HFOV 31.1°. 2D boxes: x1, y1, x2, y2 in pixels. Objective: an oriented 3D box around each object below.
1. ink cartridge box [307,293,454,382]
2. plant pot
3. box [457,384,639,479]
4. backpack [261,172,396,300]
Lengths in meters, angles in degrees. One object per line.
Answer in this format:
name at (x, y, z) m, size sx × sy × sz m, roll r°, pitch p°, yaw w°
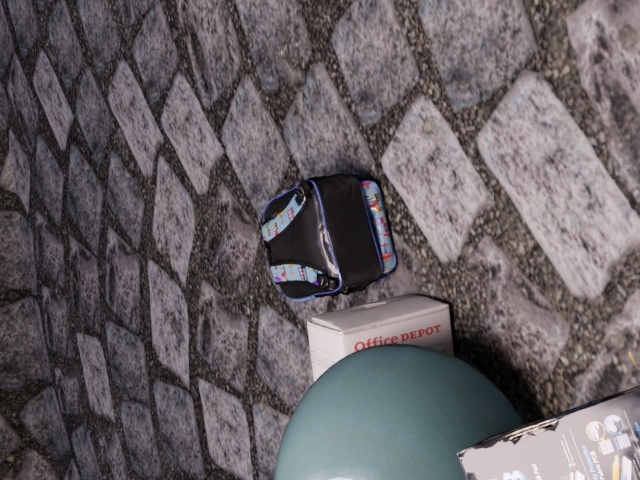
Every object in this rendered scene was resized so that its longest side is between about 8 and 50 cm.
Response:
ink cartridge box at (0.082, 0.188, 1.397) m, size 0.092 × 0.158 × 0.218 m, roll 8°, pitch 108°, yaw 62°
plant pot at (0.067, 0.276, 1.221) m, size 0.290 × 0.195 × 0.290 m, roll 5°, pitch 103°, yaw 21°
box at (0.305, 0.276, 1.009) m, size 0.293 × 0.073 × 0.296 m, roll -26°, pitch 77°, yaw 29°
backpack at (0.000, 0.000, 1.506) m, size 0.173 × 0.116 × 0.158 m, roll -21°, pitch 83°, yaw 59°
